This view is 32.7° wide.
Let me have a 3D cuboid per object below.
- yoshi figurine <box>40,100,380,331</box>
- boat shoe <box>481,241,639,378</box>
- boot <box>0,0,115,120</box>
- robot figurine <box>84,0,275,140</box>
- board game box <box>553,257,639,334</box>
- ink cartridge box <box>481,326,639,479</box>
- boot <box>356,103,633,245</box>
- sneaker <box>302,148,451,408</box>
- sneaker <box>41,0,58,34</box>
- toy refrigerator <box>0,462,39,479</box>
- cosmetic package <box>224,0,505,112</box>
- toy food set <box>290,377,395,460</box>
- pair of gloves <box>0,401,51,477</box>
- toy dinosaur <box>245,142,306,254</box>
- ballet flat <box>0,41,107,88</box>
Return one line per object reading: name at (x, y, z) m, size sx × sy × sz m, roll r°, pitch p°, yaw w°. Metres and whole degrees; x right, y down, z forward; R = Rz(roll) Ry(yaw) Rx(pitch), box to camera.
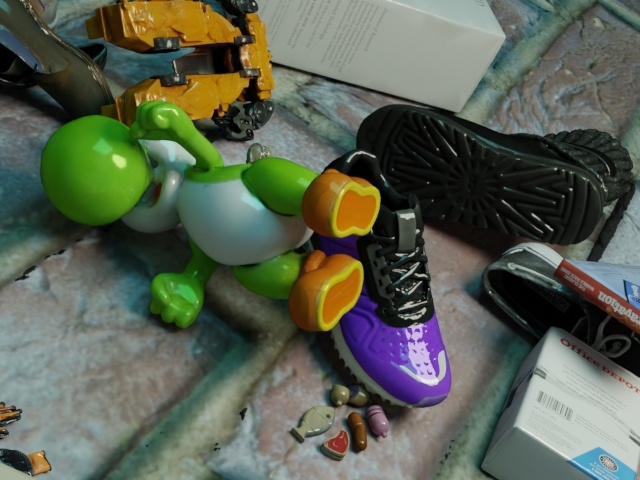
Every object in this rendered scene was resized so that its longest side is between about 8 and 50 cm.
yoshi figurine at (-0.138, -0.036, 1.096) m, size 0.362 × 0.203 × 0.203 m, roll 21°, pitch 66°, yaw 26°
boat shoe at (0.327, 0.114, 1.301) m, size 0.306 × 0.113 × 0.105 m, roll 43°, pitch 34°, yaw 18°
boot at (-0.318, -0.186, 1.213) m, size 0.219 × 0.082 × 0.106 m, roll 53°, pitch 35°, yaw -22°
robot figurine at (-0.155, -0.218, 1.329) m, size 0.085 × 0.211 × 0.291 m, roll -5°, pitch 7°, yaw 30°
board game box at (0.393, 0.074, 1.280) m, size 0.145 × 0.027 × 0.281 m, roll 36°, pitch 18°, yaw 33°
ink cartridge box at (0.273, 0.203, 1.190) m, size 0.140 × 0.082 × 0.190 m, roll 33°, pitch 36°, yaw 4°
boot at (0.242, -0.106, 1.485) m, size 0.348 × 0.131 × 0.260 m, roll 23°, pitch 25°, yaw 14°
sneaker at (0.067, 0.029, 1.145) m, size 0.102 × 0.146 × 0.293 m, roll -9°, pitch 61°, yaw -32°
sneaker at (-0.435, -0.291, 1.267) m, size 0.281 × 0.115 × 0.105 m, roll -14°, pitch 54°, yaw -39°
toy refrigerator at (-0.285, 0.213, 0.794) m, size 0.269 × 0.102 × 0.094 m, roll 26°, pitch 37°, yaw -5°
cosmetic package at (0.057, -0.347, 1.628) m, size 0.385 × 0.156 × 0.217 m, roll 9°, pitch 39°, yaw -23°
toy food set at (0.032, 0.181, 1.108) m, size 0.078 × 0.019 × 0.122 m, roll 38°, pitch 38°, yaw 11°
pair of gloves at (-0.275, 0.174, 0.922) m, size 0.074 × 0.010 × 0.083 m, roll -11°, pitch 55°, yaw -43°
toy dinosaur at (0.000, 0.000, 1.271) m, size 0.118 × 0.064 × 0.268 m, roll -10°, pitch 58°, yaw -38°
ballet flat at (-0.334, -0.215, 1.303) m, size 0.173 × 0.049 × 0.057 m, roll -15°, pitch 56°, yaw -43°
